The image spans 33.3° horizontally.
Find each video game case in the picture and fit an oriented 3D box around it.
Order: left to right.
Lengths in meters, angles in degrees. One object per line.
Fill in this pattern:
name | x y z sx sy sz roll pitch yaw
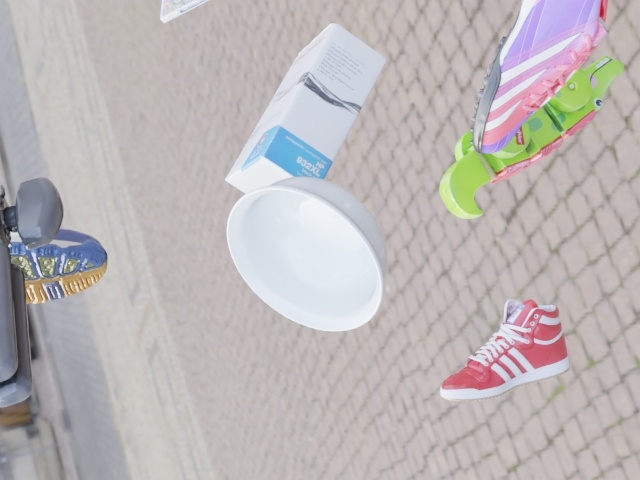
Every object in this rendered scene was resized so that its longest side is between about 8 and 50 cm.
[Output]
video game case | -0.167 -0.355 1.466 0.011 0.122 0.087 43 -144 -44

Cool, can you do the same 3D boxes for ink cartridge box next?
ink cartridge box | -0.028 -0.227 2.023 0.308 0.129 0.223 -62 14 -18

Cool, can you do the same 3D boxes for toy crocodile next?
toy crocodile | 0.299 -0.154 1.503 0.105 0.340 0.115 55 158 1

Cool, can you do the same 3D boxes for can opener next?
can opener | -0.303 0.029 1.042 0.074 0.093 0.280 72 -176 -48

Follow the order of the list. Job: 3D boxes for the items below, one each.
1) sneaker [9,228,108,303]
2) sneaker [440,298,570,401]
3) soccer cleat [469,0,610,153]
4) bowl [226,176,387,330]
sneaker | -0.395 -0.003 1.239 0.112 0.296 0.131 95 173 -50
sneaker | 0.144 0.085 0.853 0.042 0.118 0.067 18 119 63
soccer cleat | 0.272 -0.227 1.263 0.109 0.116 0.318 -53 -15 -58
bowl | 0.000 0.000 1.813 0.297 0.134 0.298 20 135 21
